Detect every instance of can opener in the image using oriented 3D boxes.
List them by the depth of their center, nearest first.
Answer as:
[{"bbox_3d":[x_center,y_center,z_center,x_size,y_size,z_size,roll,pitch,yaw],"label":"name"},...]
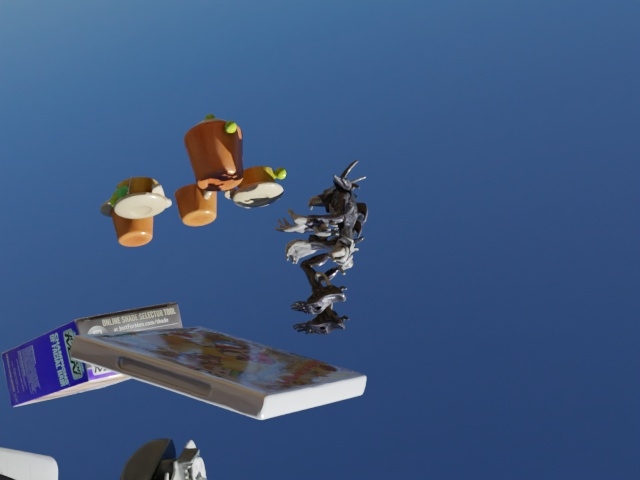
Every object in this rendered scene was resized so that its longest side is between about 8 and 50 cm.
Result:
[{"bbox_3d":[-0.164,0.275,0.993,0.093,0.074,0.280,-7,-166,10],"label":"can opener"}]

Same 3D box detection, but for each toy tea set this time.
[{"bbox_3d":[-0.236,-0.105,1.772,0.336,0.200,0.124,-18,-113,16],"label":"toy tea set"}]

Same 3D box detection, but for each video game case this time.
[{"bbox_3d":[-0.091,0.121,1.026,0.206,0.026,0.227,14,-177,24],"label":"video game case"}]

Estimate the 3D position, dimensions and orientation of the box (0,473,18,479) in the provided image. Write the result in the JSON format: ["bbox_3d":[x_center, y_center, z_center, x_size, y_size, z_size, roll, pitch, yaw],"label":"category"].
[{"bbox_3d":[-0.385,0.219,0.818,0.395,0.318,0.097,-26,-137,51],"label":"box"}]

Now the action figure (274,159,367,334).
[{"bbox_3d":[0.000,0.000,1.691,0.141,0.164,0.276,3,-119,13],"label":"action figure"}]

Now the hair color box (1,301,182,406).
[{"bbox_3d":[-0.388,0.197,1.794,0.185,0.110,0.339,-8,170,-37],"label":"hair color box"}]

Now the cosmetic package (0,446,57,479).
[{"bbox_3d":[-0.697,0.550,1.807,0.327,0.393,0.329,-38,-132,31],"label":"cosmetic package"}]
